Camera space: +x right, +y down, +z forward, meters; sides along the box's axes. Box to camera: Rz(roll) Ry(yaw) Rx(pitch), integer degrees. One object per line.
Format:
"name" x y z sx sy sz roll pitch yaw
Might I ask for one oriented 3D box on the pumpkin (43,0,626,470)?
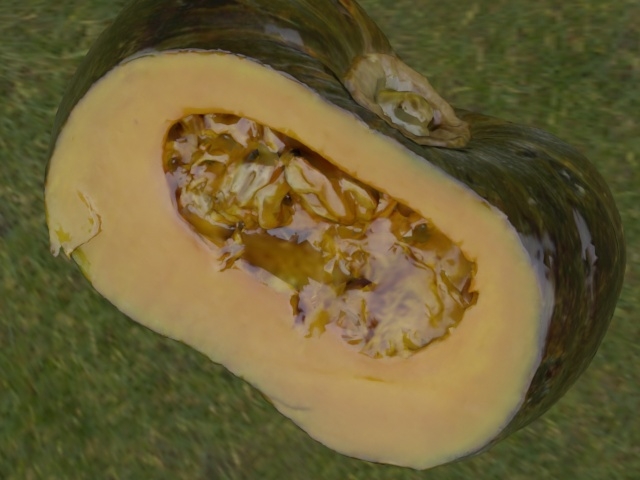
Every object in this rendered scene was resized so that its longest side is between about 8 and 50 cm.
"pumpkin" 0.000 0.000 0.962 0.317 0.139 0.222 32 121 -1
